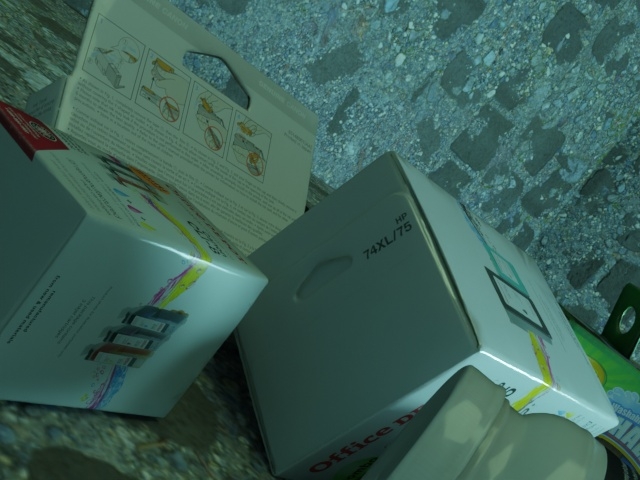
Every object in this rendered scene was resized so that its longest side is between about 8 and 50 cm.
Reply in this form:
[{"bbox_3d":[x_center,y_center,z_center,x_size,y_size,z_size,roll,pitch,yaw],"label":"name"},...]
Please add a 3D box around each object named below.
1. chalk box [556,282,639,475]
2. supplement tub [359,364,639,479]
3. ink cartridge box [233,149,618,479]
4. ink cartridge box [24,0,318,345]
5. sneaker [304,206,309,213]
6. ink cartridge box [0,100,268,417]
[{"bbox_3d":[0.266,0.177,0.919,0.179,0.289,0.180,38,8,-3],"label":"chalk box"},{"bbox_3d":[0.133,0.216,0.451,0.272,0.191,0.191,40,8,9],"label":"supplement tub"},{"bbox_3d":[0.087,0.095,0.749,0.270,0.198,0.197,29,33,-46],"label":"ink cartridge box"},{"bbox_3d":[-0.127,-0.066,0.788,0.296,0.066,0.261,32,54,-42],"label":"ink cartridge box"},{"bbox_3d":[0.000,0.000,1.487,0.130,0.087,0.227,47,15,17],"label":"sneaker"},{"bbox_3d":[-0.150,0.019,0.541,0.128,0.127,0.176,43,8,32],"label":"ink cartridge box"}]
